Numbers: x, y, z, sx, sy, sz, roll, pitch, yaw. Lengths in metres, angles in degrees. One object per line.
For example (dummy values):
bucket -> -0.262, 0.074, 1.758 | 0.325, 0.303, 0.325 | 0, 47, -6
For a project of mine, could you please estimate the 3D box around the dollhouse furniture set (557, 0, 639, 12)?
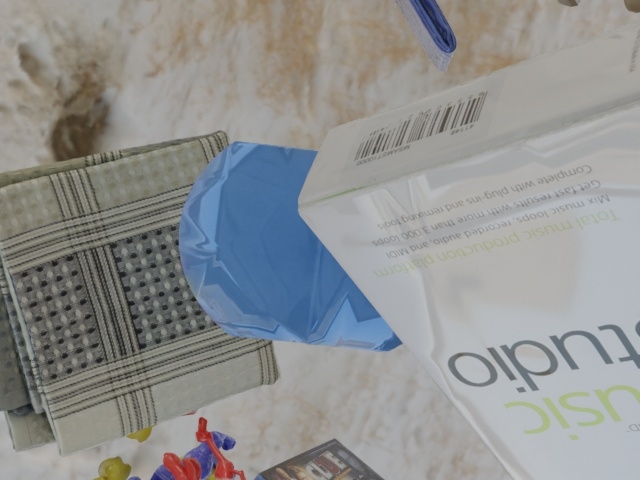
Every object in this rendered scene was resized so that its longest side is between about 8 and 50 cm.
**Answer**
dollhouse furniture set -> 0.252, -0.147, 0.535 | 0.356, 0.173, 0.303 | -61, 150, -3

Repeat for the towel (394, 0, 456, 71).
towel -> 0.134, -0.370, 1.559 | 0.040, 0.243, 0.336 | -31, -179, 7

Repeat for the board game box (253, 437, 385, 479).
board game box -> 0.025, 0.328, 1.278 | 0.042, 0.165, 0.243 | -57, 162, 12

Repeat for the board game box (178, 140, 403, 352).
board game box -> 0.000, 0.000, 0.636 | 0.033, 0.168, 0.133 | -85, -178, -61

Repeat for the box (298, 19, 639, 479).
box -> 0.172, 0.054, 0.423 | 0.322, 0.232, 0.058 | 50, 42, -29

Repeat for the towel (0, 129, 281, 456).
towel -> -0.218, 0.058, 1.149 | 0.324, 0.056, 0.312 | -15, 103, -19

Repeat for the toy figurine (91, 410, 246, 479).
toy figurine -> -0.186, 0.380, 1.395 | 0.363, 0.191, 0.217 | -61, 154, 10
